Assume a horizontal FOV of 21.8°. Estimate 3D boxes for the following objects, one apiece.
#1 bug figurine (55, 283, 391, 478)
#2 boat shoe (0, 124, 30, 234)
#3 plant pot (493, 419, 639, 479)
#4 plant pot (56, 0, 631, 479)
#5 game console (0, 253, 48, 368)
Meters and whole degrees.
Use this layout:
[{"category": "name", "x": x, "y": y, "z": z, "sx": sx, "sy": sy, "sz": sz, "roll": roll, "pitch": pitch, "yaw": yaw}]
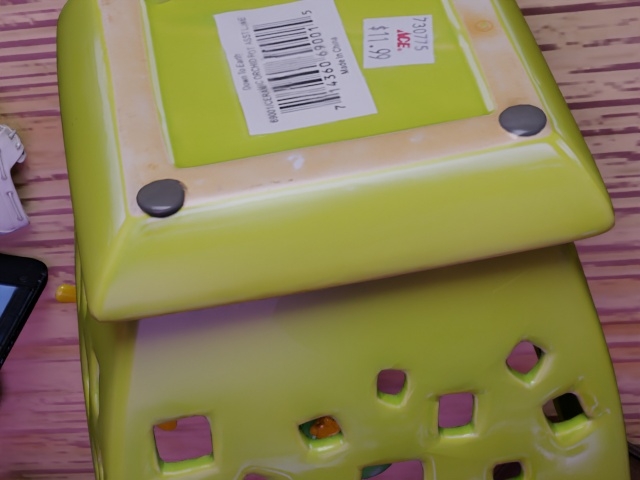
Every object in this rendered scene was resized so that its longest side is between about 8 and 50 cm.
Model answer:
[{"category": "bug figurine", "x": -0.083, "y": 0.133, "z": 0.953, "sx": 0.216, "sy": 0.072, "sz": 0.279, "roll": 24, "pitch": 120, "yaw": -11}, {"category": "boat shoe", "x": -0.174, "y": -0.047, "z": 0.881, "sx": 0.035, "sy": 0.035, "sz": 0.100, "roll": -14, "pitch": 118, "yaw": -11}, {"category": "plant pot", "x": 0.124, "y": 0.198, "z": 0.907, "sx": 0.167, "sy": 0.167, "sz": 0.165, "roll": 27, "pitch": 116, "yaw": -6}, {"category": "plant pot", "x": 0.000, "y": 0.000, "z": 0.706, "sx": 0.227, "sy": 0.228, "sz": 0.207, "roll": -10, "pitch": 133, "yaw": -5}, {"category": "game console", "x": -0.220, "y": 0.017, "z": 0.861, "sx": 0.124, "sy": 0.144, "sz": 0.085, "roll": 8, "pitch": 125, "yaw": 7}]
